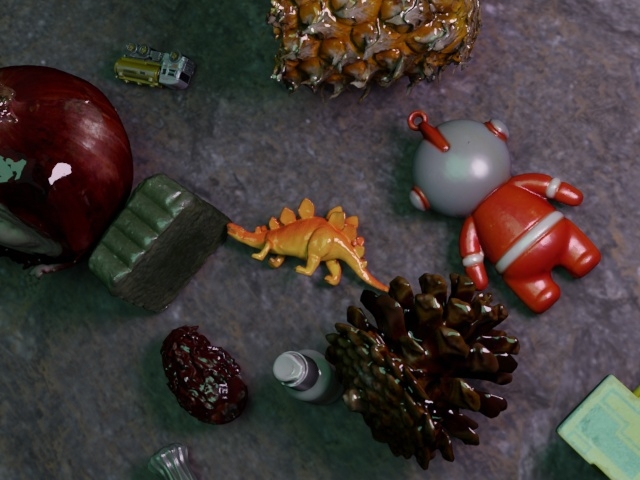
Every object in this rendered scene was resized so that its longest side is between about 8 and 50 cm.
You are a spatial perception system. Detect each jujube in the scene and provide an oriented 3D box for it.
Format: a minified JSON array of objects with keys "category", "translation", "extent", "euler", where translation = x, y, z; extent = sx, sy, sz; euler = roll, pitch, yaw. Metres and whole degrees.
[{"category":"jujube","translation":[-0.178,0.201,1.888],"extent":[0.104,0.104,0.166],"euler":[-50,57,2]}]

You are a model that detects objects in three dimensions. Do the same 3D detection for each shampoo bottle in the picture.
[{"category":"shampoo bottle","translation":[-0.022,0.185,1.785],"extent":[0.074,0.192,0.074],"euler":[-4,78,17]}]

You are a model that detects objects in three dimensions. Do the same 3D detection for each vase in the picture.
[{"category":"vase","translation":[-0.192,0.365,1.864],"extent":[0.081,0.081,0.149],"euler":[-35,67,7]}]

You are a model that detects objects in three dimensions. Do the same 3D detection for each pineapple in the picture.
[{"category":"pineapple","translation":[0.075,-0.356,1.806],"extent":[0.300,0.352,0.352],"euler":[2,79,10]}]

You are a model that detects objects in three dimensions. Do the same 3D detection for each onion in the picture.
[{"category":"onion","translation":[-0.434,-0.110,1.929],"extent":[0.341,0.341,0.341],"euler":[-4,77,16]}]

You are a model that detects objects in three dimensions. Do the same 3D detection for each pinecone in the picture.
[{"category":"pinecone","translation":[0.145,0.155,1.719],"extent":[0.264,0.264,0.264],"euler":[-4,77,16]}]

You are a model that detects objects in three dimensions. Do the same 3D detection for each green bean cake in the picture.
[{"category":"green bean cake","translation":[-0.238,0.006,1.897],"extent":[0.094,0.183,0.185],"euler":[36,91,22]}]

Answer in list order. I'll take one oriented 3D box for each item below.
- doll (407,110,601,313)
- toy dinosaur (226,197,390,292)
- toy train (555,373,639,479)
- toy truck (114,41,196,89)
[{"category":"doll","translation":[0.235,-0.056,1.814],"extent":[0.200,0.105,0.336],"euler":[-44,78,6]},{"category":"toy dinosaur","translation":[0.000,0.000,1.889],"extent":[0.288,0.070,0.117],"euler":[14,82,15]},{"category":"toy train","translation":[0.506,0.199,1.652],"extent":[0.369,0.150,0.237],"euler":[-46,64,1]},{"category":"toy truck","translation":[-0.262,-0.271,2.034],"extent":[0.123,0.052,0.063],"euler":[13,87,20]}]
